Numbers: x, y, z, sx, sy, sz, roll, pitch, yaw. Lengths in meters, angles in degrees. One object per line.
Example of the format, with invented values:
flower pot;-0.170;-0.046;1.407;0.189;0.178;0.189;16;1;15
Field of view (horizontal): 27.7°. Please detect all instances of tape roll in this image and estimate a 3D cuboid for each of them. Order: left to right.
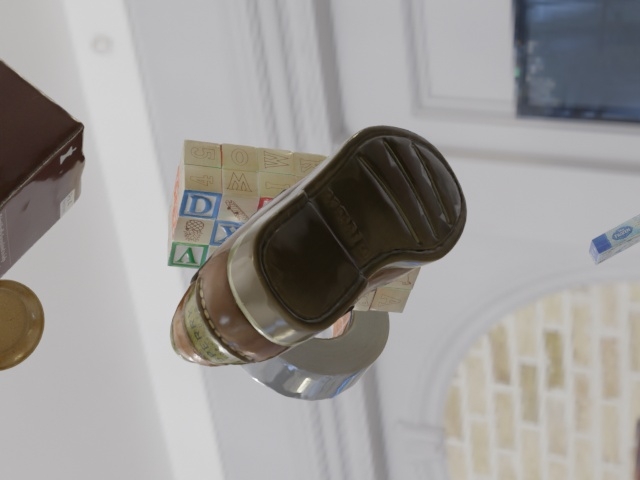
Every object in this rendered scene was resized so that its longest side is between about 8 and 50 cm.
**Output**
tape roll;-0.021;0.102;1.725;0.072;0.219;0.219;-55;3;46

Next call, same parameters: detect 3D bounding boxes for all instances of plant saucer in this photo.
plant saucer;-0.284;0.073;1.139;0.083;0.015;0.083;-8;-74;-31

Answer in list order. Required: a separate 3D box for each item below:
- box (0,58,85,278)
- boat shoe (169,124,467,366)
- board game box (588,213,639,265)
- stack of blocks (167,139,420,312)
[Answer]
box;-0.366;-0.085;1.295;0.167;0.203;0.168;-49;-8;-25
boat shoe;0.000;0.000;0.921;0.307;0.104;0.110;-26;-94;-56
board game box;0.329;-0.008;1.377;0.020;0.090;0.090;63;-176;12
stack of blocks;-0.027;-0.013;1.526;0.087;0.297;0.171;-96;18;-44
